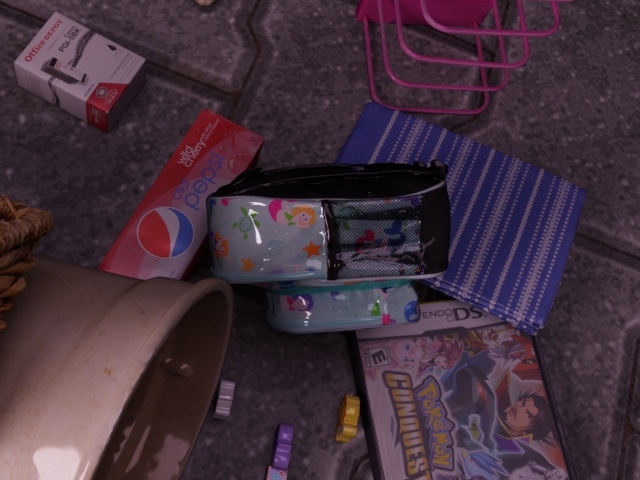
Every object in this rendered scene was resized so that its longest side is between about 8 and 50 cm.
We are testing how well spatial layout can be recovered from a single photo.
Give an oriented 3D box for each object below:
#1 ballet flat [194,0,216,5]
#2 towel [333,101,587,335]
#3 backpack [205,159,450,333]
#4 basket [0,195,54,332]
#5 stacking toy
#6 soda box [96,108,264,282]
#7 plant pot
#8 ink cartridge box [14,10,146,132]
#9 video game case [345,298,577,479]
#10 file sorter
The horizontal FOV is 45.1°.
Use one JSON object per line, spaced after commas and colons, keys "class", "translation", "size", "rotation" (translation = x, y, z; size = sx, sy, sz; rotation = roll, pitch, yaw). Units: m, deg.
{"class": "ballet flat", "translation": [-0.167, -0.416, 1.119], "size": [0.058, 0.049, 0.173], "rotation": [4, 67, -11]}
{"class": "towel", "translation": [0.169, -0.039, 1.032], "size": [0.336, 0.040, 0.243], "rotation": [24, 62, 6]}
{"class": "backpack", "translation": [0.000, 0.000, 0.857], "size": [0.254, 0.225, 0.191], "rotation": [2, 97, -5]}
{"class": "basket", "translation": [-0.393, 0.017, 0.542], "size": [0.299, 0.213, 0.223], "rotation": [14, 76, 17]}
{"class": "stacking toy", "translation": [-0.048, 0.272, 0.864], "size": [0.167, 0.052, 0.221], "rotation": [11, 67, -9]}
{"class": "soda box", "translation": [-0.169, -0.030, 0.942], "size": [0.092, 0.083, 0.263], "rotation": [28, 65, -1]}
{"class": "plant pot", "translation": [-0.290, 0.140, 0.737], "size": [0.306, 0.334, 0.333], "rotation": [20, 64, 7]}
{"class": "ink cartridge box", "translation": [-0.309, -0.219, 1.000], "size": [0.135, 0.056, 0.099], "rotation": [27, 65, -2]}
{"class": "video game case", "translation": [0.173, 0.206, 0.953], "size": [0.248, 0.035, 0.274], "rotation": [-5, 69, -16]}
{"class": "file sorter", "translation": [0.190, -0.314, 1.034], "size": [0.202, 0.290, 0.182], "rotation": [-1, 71, -14]}
